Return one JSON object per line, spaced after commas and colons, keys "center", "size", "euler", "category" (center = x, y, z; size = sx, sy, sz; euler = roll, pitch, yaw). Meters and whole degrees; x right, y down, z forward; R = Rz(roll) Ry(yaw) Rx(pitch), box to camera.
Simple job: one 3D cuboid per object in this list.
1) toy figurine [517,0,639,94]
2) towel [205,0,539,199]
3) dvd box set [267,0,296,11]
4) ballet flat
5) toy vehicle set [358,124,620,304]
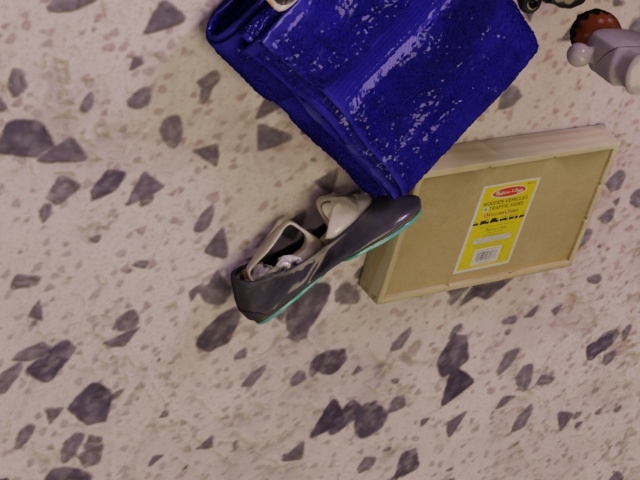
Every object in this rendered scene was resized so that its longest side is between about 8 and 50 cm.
{"center": [0.275, -0.255, 1.734], "size": [0.213, 0.148, 0.209], "euler": [-45, 123, 3], "category": "toy figurine"}
{"center": [0.061, -0.174, 1.724], "size": [0.227, 0.076, 0.308], "euler": [-43, 142, 4], "category": "towel"}
{"center": [-0.027, -0.358, 1.187], "size": [0.307, 0.420, 0.062], "euler": [-42, 139, 3], "category": "dvd box set"}
{"center": [0.000, 0.000, 1.852], "size": [0.203, 0.074, 0.074], "euler": [-34, 142, 0], "category": "ballet flat"}
{"center": [0.174, -0.028, 1.995], "size": [0.266, 0.035, 0.166], "euler": [-9, 132, -34], "category": "toy vehicle set"}
